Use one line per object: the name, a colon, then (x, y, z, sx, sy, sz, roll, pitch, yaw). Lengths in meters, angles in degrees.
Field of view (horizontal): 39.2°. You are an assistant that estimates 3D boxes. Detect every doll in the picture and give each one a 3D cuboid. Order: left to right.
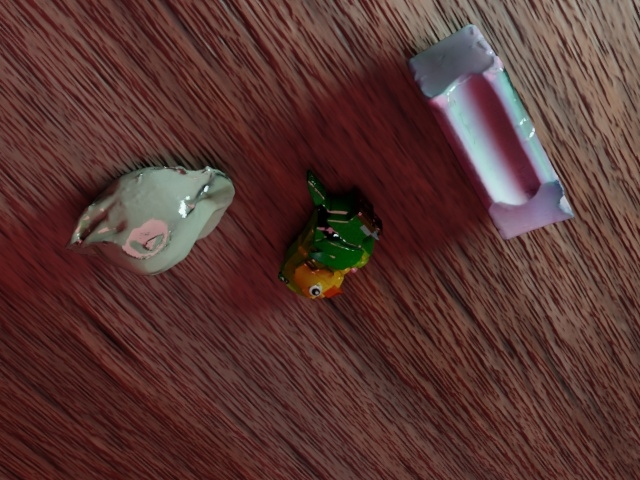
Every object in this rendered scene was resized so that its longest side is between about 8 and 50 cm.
doll: (0.008, 0.003, 1.323, 0.134, 0.106, 0.186, 19, 119, -13)

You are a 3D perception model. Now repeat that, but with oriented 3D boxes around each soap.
soap: (0.237, -0.128, 1.221, 0.109, 0.193, 0.324, -29, 123, 13)

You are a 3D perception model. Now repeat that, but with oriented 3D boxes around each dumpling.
dumpling: (-0.233, -0.018, 1.279, 0.247, 0.142, 0.172, -21, 159, -3)
